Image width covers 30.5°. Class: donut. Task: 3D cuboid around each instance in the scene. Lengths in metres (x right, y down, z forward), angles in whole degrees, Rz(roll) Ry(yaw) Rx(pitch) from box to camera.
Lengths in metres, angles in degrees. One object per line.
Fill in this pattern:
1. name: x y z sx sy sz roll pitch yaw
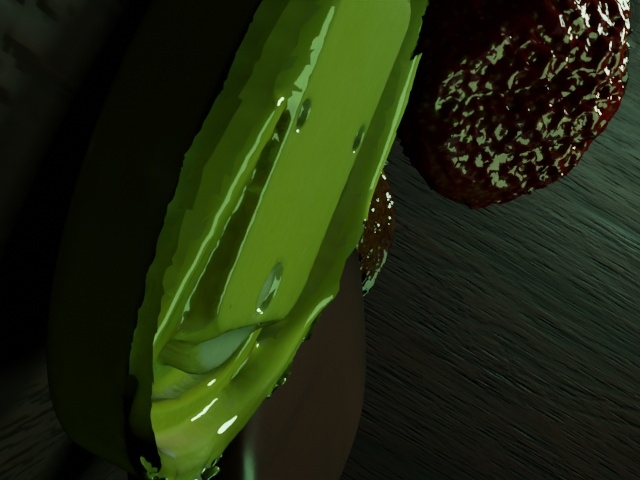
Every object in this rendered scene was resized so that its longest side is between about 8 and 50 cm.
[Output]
1. donut: 0.010 -0.003 1.291 0.186 0.144 0.126 -34 161 11

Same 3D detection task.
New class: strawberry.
1. strawberry: 0.158 -0.171 1.087 0.288 0.250 0.238 -19 154 -45

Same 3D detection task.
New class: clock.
1. clock: -0.029 -0.042 0.492 0.277 0.071 0.294 30 83 -77

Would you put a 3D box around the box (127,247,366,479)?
1. box: -0.048 0.133 0.957 0.404 0.108 0.263 -57 146 -66

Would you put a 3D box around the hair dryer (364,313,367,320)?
1. hair dryer: -0.065 0.162 1.621 0.320 0.155 0.284 -50 -174 -17
